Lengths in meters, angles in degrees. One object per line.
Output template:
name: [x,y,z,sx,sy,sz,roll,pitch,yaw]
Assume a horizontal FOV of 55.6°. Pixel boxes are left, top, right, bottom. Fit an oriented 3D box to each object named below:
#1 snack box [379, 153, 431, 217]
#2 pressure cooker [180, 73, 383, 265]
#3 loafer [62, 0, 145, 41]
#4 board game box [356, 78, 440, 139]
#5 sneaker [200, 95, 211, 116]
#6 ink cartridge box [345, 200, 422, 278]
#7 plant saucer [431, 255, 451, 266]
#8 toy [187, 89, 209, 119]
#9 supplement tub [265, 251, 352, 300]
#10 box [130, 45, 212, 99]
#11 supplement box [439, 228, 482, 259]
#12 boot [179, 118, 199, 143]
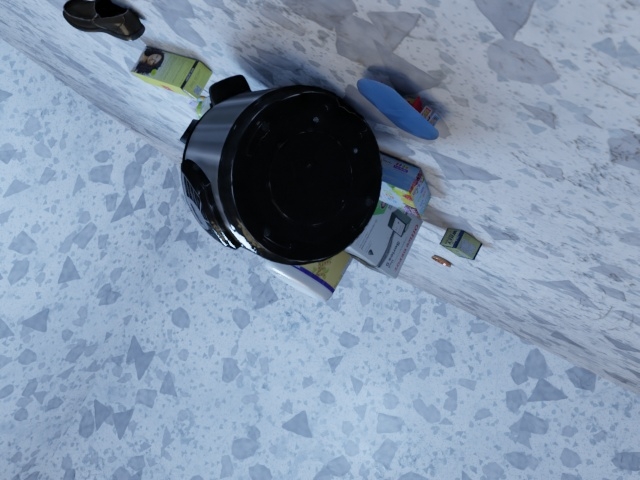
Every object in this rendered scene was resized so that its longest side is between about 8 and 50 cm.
snack box: [0.173,-0.145,1.508,0.174,0.070,0.207,26,173,21]
pressure cooker: [-0.108,-0.147,1.352,0.375,0.370,0.420,20,180,-30]
loafer: [-0.508,-0.532,1.411,0.219,0.080,0.078,17,148,15]
board game box: [0.139,-0.237,1.046,0.168,0.033,0.133,37,177,-24]
sneaker: [-0.270,-0.324,1.784,0.085,0.086,0.237,-8,137,22]
ink cartridge box: [0.164,-0.037,1.818,0.121,0.211,0.289,22,173,39]
plant saucer: [0.471,0.079,2.365,0.083,0.013,0.083,28,175,2]
toy: [-0.340,-0.392,1.874,0.136,0.056,0.237,29,175,-20]
supplement tub: [0.000,0.000,1.934,0.240,0.332,0.241,29,171,5]
box: [-0.388,-0.435,1.569,0.232,0.088,0.058,24,173,34]
supplement box: [0.414,0.011,1.793,0.083,0.056,0.083,31,174,-21]
boot: [-0.267,-0.262,2.222,0.444,0.146,0.367,27,172,4]
